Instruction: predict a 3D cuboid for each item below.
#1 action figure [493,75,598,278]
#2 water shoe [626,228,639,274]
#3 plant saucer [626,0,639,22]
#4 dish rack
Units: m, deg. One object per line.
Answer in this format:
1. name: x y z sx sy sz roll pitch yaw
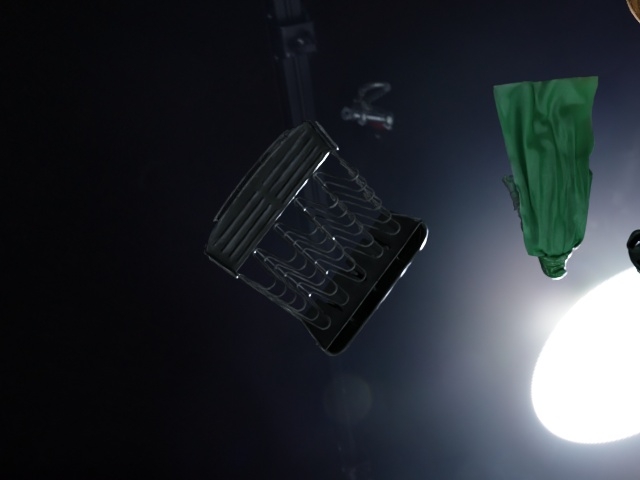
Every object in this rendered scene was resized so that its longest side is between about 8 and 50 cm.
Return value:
1. action figure: 0.265 -0.068 0.734 0.137 0.063 0.232 -8 -83 -11
2. water shoe: 0.495 0.002 0.785 0.203 0.072 0.080 -20 -46 33
3. plant saucer: 0.379 -0.260 0.558 0.200 0.037 0.200 1 -43 1
4. dish rack: 0.000 0.000 0.735 0.208 0.074 0.271 -54 -40 -6
